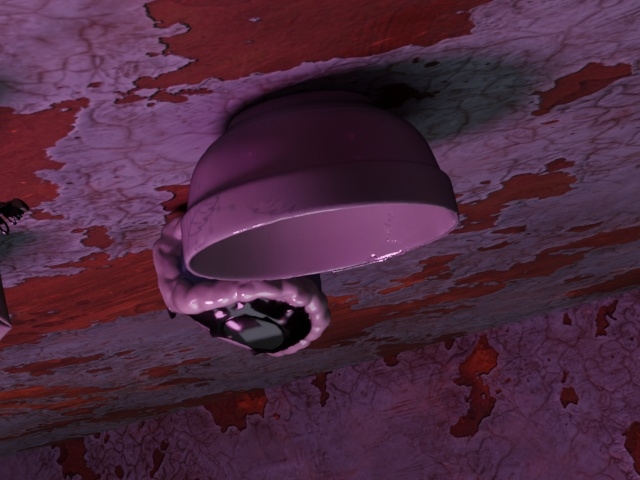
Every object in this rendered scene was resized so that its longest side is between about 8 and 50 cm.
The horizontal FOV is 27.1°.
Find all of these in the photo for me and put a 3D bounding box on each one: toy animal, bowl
[{"bbox_3d":[-0.083,0.036,1.632,0.156,0.204,0.208,-33,139,25],"label":"toy animal"},{"bbox_3d":[-0.008,-0.060,1.371,0.286,0.144,0.287,-9,166,-2],"label":"bowl"}]

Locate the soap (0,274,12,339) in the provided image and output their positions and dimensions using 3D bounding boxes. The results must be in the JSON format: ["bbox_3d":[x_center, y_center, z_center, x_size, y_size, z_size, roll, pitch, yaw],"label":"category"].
[{"bbox_3d":[-0.501,0.093,1.598,0.182,0.138,0.199,3,147,-41],"label":"soap"}]

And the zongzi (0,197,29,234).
[{"bbox_3d":[-0.387,-0.027,1.253,0.447,0.182,0.418,-19,179,23],"label":"zongzi"}]
